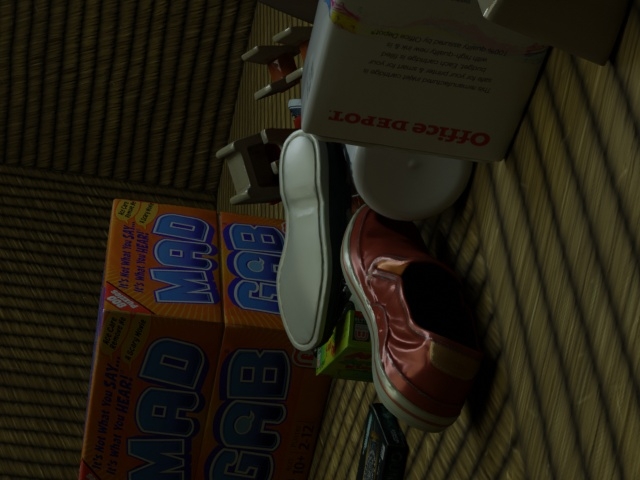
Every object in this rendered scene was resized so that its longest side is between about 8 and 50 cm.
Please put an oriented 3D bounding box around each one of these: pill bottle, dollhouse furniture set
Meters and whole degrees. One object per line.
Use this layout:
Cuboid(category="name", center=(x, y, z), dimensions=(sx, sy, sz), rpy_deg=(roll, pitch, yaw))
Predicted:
Cuboid(category="pill bottle", center=(0.084, -0.125, 1.476), dimensions=(0.245, 0.131, 0.130), rpy_deg=(-104, 23, -65))
Cuboid(category="dollhouse furniture set", center=(-0.012, -0.129, 1.758), dimensions=(0.259, 0.135, 0.262), rpy_deg=(-22, 84, 51))

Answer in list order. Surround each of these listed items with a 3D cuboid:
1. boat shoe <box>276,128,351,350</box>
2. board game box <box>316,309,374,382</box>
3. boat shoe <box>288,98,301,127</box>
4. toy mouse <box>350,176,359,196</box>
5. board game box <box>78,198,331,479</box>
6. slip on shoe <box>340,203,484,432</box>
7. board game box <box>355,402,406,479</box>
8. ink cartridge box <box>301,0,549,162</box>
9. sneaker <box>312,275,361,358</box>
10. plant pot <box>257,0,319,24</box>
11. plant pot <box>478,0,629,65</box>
Cuboid(category="boat shoe", center=(0.000, 0.000, 1.529), dimensions=(0.095, 0.079, 0.254), rpy_deg=(-14, 75, 44))
Cuboid(category="board game box", center=(0.057, 0.127, 1.545), dimensions=(0.181, 0.092, 0.043), rpy_deg=(125, 151, -70))
Cuboid(category="boat shoe", center=(-0.025, -0.209, 2.384), dimensions=(0.183, 0.065, 0.083), rpy_deg=(-166, 85, -79))
Cuboid(category="toy mouse", center=(0.003, -0.065, 1.623), dimensions=(0.161, 0.031, 0.143), rpy_deg=(-33, 76, 50))
Cuboid(category="board game box", center=(-0.189, 0.187, 2.165), dimensions=(0.356, 0.356, 0.356), rpy_deg=(-101, 21, -60))
Cuboid(category="slip on shoe", center=(0.098, 0.054, 1.346), dimensions=(0.101, 0.123, 0.331), rpy_deg=(-56, 22, 25))
Cuboid(category="board game box", center=(0.064, 0.301, 1.571), dimensions=(0.126, 0.026, 0.186), rpy_deg=(-113, 31, -72))
Cuboid(category="ink cartridge box", center=(0.105, -0.219, 1.206), dimensions=(0.117, 0.201, 0.278), rpy_deg=(-91, 12, -45))
Cuboid(category="sneaker", center=(0.042, 0.070, 1.640), dimensions=(0.078, 0.106, 0.234), rpy_deg=(-98, 18, -55))
Cuboid(category="plant pot", center=(0.022, -0.379, 1.753), dimensions=(0.263, 0.229, 0.263), rpy_deg=(-172, 90, -82))
Cuboid(category="plant pot", center=(0.189, -0.217, 1.035), dimensions=(0.109, 0.109, 0.096), rpy_deg=(-96, 29, -55))
